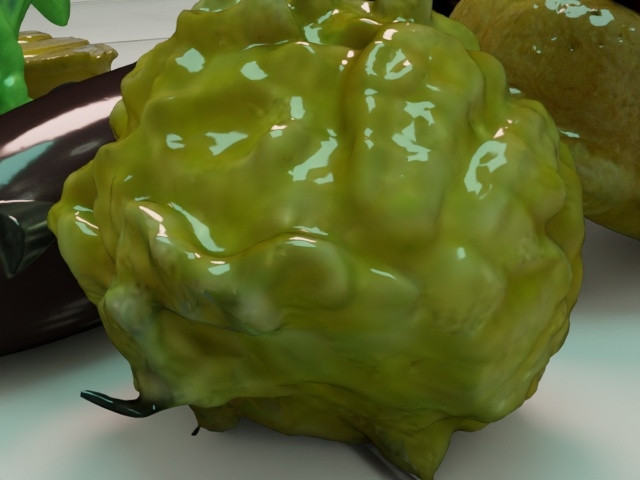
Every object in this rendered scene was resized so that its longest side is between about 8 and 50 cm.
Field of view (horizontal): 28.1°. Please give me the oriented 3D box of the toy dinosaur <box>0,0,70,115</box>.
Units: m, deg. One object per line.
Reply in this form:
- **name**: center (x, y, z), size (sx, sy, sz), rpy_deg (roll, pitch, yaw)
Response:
- **toy dinosaur**: center (-0.319, -0.186, 0.841), size (0.144, 0.375, 0.500), rpy_deg (3, -25, 23)

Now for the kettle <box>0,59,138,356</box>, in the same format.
- **kettle**: center (-0.170, -0.012, 0.754), size (0.202, 0.144, 0.232), rpy_deg (-12, 10, 40)

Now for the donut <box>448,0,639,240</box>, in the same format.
- **donut**: center (0.188, -0.081, 0.831), size (0.208, 0.128, 0.261), rpy_deg (34, 14, 36)

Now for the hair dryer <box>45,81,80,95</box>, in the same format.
- **hair dryer**: center (-0.265, -0.075, 1.075), size (0.219, 0.072, 0.124), rpy_deg (-14, 21, -17)

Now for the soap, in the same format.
- **soap**: center (-0.366, -0.136, 1.221), size (0.315, 0.091, 0.199), rpy_deg (-15, 23, -38)

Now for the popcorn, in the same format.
- **popcorn**: center (-0.002, 0.002, 0.593), size (0.249, 0.249, 0.225), rpy_deg (7, 48, 24)

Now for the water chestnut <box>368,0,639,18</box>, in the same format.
- **water chestnut**: center (0.168, -0.218, 1.042), size (0.335, 0.335, 0.347), rpy_deg (6, 2, 21)
